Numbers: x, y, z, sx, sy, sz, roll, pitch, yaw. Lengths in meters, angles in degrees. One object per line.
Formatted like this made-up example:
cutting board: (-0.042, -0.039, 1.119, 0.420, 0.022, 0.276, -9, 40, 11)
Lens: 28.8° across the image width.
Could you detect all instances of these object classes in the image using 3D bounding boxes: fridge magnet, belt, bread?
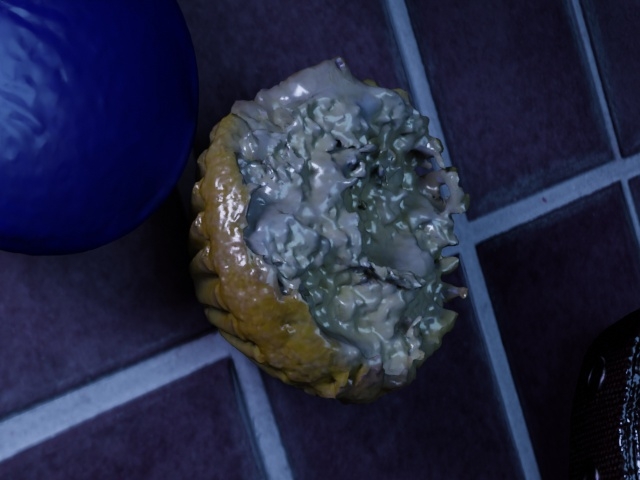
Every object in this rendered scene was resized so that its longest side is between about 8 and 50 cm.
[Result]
fridge magnet: (-0.198, -0.119, 0.856, 0.266, 0.113, 0.265, 9, 77, -42)
belt: (0.350, 0.209, 1.280, 0.184, 0.164, 0.289, 18, 69, -11)
bread: (0.000, 0.000, 0.997, 0.274, 0.149, 0.274, 15, 66, -38)
